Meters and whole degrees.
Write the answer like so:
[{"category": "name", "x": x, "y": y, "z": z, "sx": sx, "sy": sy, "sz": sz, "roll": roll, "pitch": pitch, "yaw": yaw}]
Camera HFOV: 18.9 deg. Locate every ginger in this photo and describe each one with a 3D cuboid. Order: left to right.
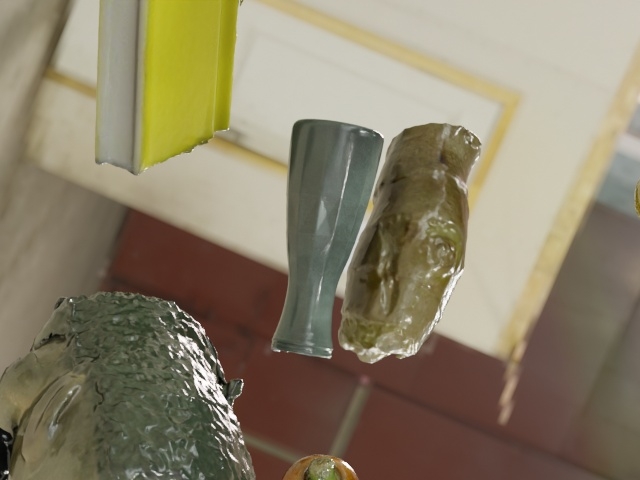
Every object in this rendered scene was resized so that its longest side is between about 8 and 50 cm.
[{"category": "ginger", "x": 0.091, "y": 0.000, "z": 1.873, "sx": 0.116, "sy": 0.109, "sz": 0.263, "roll": 85, "pitch": 19, "yaw": -55}]

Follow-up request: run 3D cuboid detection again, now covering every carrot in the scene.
[{"category": "carrot", "x": 0.003, "y": 0.255, "z": 1.432, "sx": 0.061, "sy": 0.061, "sz": 0.257, "roll": -66, "pitch": 158, "yaw": -51}]

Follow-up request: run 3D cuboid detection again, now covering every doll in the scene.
[{"category": "doll", "x": -0.176, "y": 0.186, "z": 1.636, "sx": 0.349, "sy": 0.247, "sz": 0.247, "roll": -96, "pitch": -157, "yaw": -50}]

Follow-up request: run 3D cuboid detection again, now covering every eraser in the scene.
[{"category": "eraser", "x": -0.144, "y": -0.191, "z": 1.850, "sx": 0.158, "sy": 0.069, "sz": 0.226, "roll": -30, "pitch": 133, "yaw": -49}]

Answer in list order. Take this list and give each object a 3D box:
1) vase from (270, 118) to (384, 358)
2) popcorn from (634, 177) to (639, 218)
[{"category": "vase", "x": 0.000, "y": 0.000, "z": 1.764, "sx": 0.086, "sy": 0.086, "sz": 0.214, "roll": 105, "pitch": -5, "yaw": -86}, {"category": "popcorn", "x": 0.417, "y": -0.014, "z": 1.600, "sx": 0.316, "sy": 0.297, "sz": 0.281, "roll": 62, "pitch": 20, "yaw": -57}]
